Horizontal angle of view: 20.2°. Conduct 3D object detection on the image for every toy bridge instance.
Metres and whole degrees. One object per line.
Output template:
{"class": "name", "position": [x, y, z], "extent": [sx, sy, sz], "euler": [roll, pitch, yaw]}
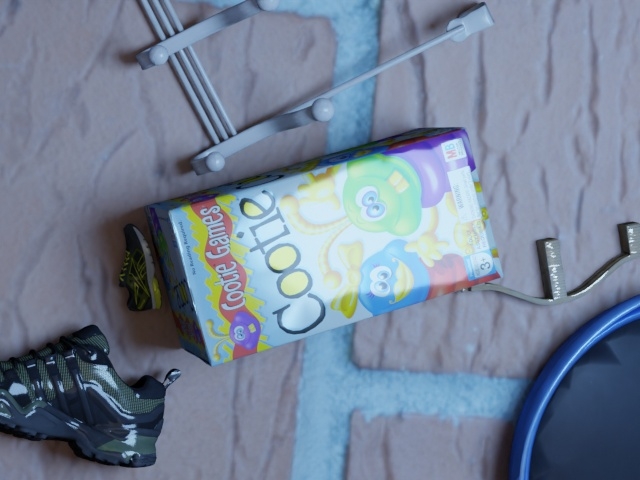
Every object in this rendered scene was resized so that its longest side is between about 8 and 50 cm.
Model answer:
{"class": "toy bridge", "position": [0.223, 0.029, 1.731], "extent": [0.188, 0.026, 0.063], "euler": [-12, 98, -13]}

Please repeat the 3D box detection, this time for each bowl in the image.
{"class": "bowl", "position": [0.365, 0.233, 1.755], "extent": [0.391, 0.077, 0.391], "euler": [-1, 93, -14]}

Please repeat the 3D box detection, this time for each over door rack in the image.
{"class": "over door rack", "position": [-0.019, -0.234, 1.612], "extent": [0.324, 0.108, 0.239], "euler": [-29, 101, -11]}

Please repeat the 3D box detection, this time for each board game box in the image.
{"class": "board game box", "position": [0.000, 0.000, 1.612], "extent": [0.275, 0.144, 0.142], "euler": [-17, 97, -13]}

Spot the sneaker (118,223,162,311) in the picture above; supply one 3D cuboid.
{"class": "sneaker", "position": [-0.169, 0.027, 1.629], "extent": [0.035, 0.031, 0.083], "euler": [-17, 98, -12]}

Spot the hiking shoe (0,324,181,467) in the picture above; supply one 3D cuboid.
{"class": "hiking shoe", "position": [-0.242, 0.124, 1.602], "extent": [0.227, 0.086, 0.114], "euler": [23, 75, -20]}
